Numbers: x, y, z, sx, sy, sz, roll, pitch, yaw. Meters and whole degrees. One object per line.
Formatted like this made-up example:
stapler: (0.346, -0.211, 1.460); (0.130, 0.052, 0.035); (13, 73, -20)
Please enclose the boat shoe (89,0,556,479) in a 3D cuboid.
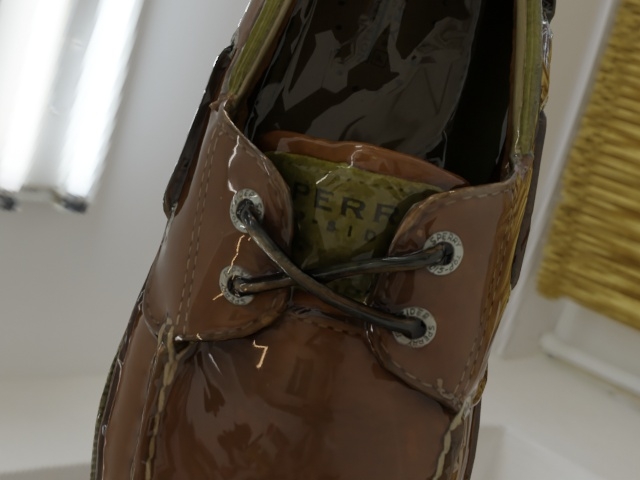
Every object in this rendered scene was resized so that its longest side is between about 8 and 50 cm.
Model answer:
boat shoe: (0.000, 0.000, 0.376); (0.104, 0.111, 0.307); (97, -177, -72)
